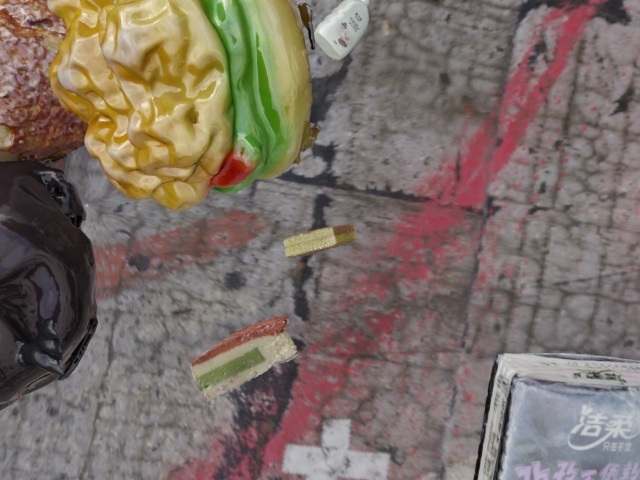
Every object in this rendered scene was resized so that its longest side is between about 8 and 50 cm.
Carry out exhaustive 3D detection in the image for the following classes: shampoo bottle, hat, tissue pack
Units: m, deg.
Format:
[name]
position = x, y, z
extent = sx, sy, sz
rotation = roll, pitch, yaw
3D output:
[shampoo bottle]
position = 0.056, -0.405, 1.679
extent = 0.077, 0.045, 0.152
rotation = 47, 72, -29
[hat]
position = -0.365, 0.083, 0.880
extent = 0.336, 0.209, 0.238
rotation = -43, 94, 12
[tissue pack]
position = 0.325, 0.329, 1.174
extent = 0.259, 0.122, 0.361
rotation = 3, 102, -12

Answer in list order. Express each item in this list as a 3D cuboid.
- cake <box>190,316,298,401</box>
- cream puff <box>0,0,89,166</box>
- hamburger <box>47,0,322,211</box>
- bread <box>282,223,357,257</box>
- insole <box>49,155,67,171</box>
[cake]
position = -0.125, 0.205, 1.673
extent = 0.117, 0.220, 0.086
rotation = -24, 92, 28
[cream puff]
position = -0.350, -0.185, 1.017
extent = 0.240, 0.164, 0.240
rotation = 7, 56, -11
[hamburger]
position = -0.122, -0.131, 0.706
extent = 0.149, 0.237, 0.237
rotation = -28, 99, -28
[bread]
position = 0.000, 0.000, 1.435
extent = 0.090, 0.094, 0.035
rotation = -14, 88, 22
[insole]
position = -0.339, -0.095, 1.197
extent = 0.012, 0.110, 0.309
rotation = 11, 78, -3
